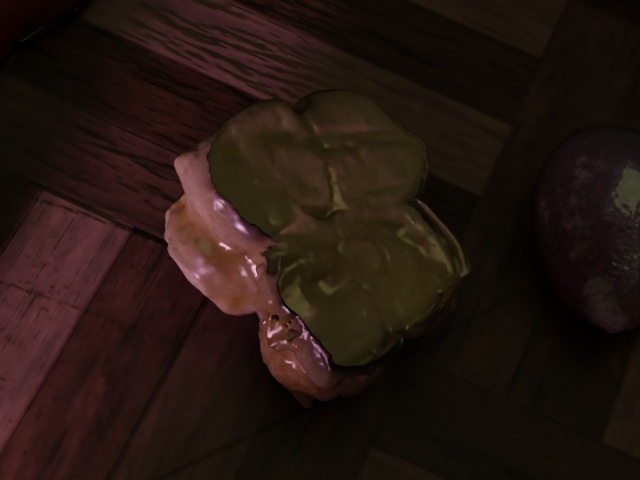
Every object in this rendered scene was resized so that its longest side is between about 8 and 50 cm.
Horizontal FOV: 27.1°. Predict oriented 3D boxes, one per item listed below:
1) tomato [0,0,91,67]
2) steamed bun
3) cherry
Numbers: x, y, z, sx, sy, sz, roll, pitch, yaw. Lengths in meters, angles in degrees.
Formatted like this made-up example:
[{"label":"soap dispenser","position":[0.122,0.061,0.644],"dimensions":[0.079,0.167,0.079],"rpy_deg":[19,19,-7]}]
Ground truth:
[{"label":"tomato","position":[-0.265,-0.216,0.900],"dimensions":[0.199,0.112,0.228],"rpy_deg":[35,60,12]},{"label":"steamed bun","position":[0.000,0.000,0.831],"dimensions":[0.192,0.106,0.177],"rpy_deg":[-37,87,-37]},{"label":"cherry","position":[0.228,0.000,0.861],"dimensions":[0.188,0.115,0.148],"rpy_deg":[19,41,-4]}]
